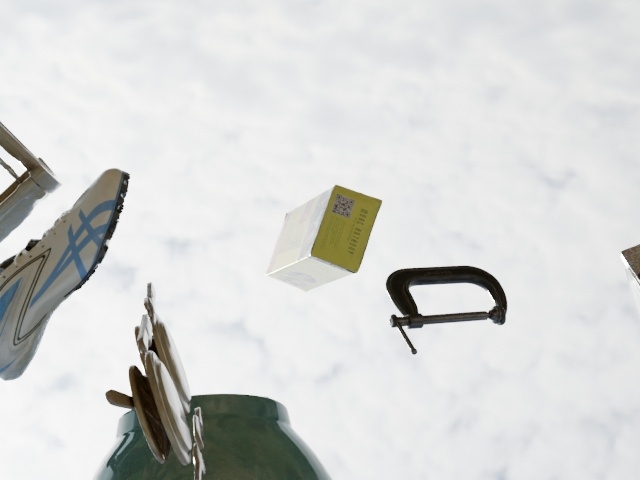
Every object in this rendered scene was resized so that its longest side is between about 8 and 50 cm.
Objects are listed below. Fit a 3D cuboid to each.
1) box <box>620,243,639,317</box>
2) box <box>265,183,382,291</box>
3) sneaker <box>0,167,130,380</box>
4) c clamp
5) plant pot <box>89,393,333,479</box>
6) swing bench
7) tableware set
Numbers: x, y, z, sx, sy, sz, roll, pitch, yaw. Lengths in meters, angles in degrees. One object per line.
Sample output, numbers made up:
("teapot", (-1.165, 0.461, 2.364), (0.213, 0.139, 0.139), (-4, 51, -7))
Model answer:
("box", (0.375, 0.107, 1.313), (0.142, 0.247, 0.163), (-24, -139, 2))
("box", (0.000, 0.000, 1.681), (0.058, 0.087, 0.232), (21, 170, -10))
("sneaker", (-0.264, 0.024, 1.458), (0.086, 0.237, 0.085), (35, -177, -10))
("c clamp", (0.140, 0.074, 1.670), (0.161, 0.022, 0.137), (-7, -141, -25))
("plant pot", (-0.110, 0.263, 1.482), (0.293, 0.293, 0.196), (-1, -112, -15))
("swing bench", (-0.472, -0.055, 1.805), (0.253, 0.254, 0.165), (-44, -145, -3))
("tableware set", (-0.127, 0.114, 1.148), (0.039, 0.128, 0.194), (-20, -167, 0))
